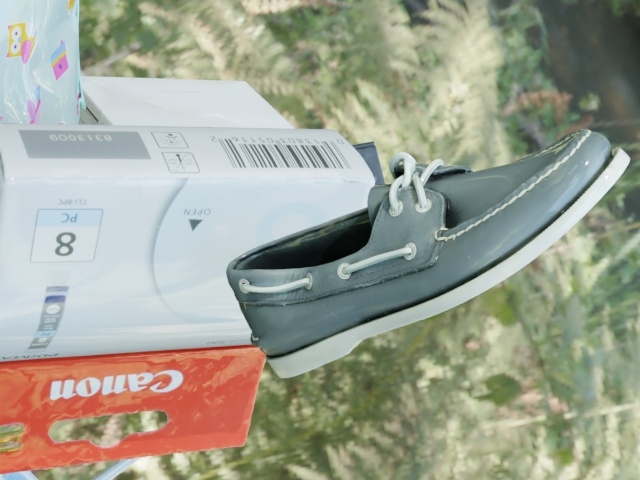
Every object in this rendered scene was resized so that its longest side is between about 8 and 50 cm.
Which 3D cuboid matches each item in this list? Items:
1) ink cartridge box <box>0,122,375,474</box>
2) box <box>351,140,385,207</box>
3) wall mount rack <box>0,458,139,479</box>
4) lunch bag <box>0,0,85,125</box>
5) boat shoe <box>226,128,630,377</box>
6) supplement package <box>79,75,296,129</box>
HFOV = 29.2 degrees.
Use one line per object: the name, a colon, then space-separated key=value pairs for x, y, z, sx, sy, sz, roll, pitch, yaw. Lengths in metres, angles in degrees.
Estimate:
ink cartridge box: x=-0.151 y=0.081 z=1.070 sx=0.308 sy=0.385 sz=0.091 roll=-2 pitch=36 yaw=-27
box: x=0.000 y=0.000 z=1.278 sx=0.147 sy=0.077 sz=0.180 roll=-13 pitch=89 yaw=-35
wall mount rack: x=-0.282 y=0.214 z=1.217 sx=0.350 sy=0.130 sz=0.304 roll=57 pitch=45 yaw=-30
lunch bag: x=-0.311 y=-0.160 z=1.015 sx=0.262 sy=0.160 sz=0.223 roll=-23 pitch=126 yaw=-43
boat shoe: x=0.059 y=-0.004 z=0.851 sx=0.099 sy=0.319 sz=0.116 roll=55 pitch=35 yaw=-7
supplement package: x=-0.174 y=-0.099 z=1.574 sx=0.262 sy=0.145 sz=0.204 roll=-4 pitch=36 yaw=-36
